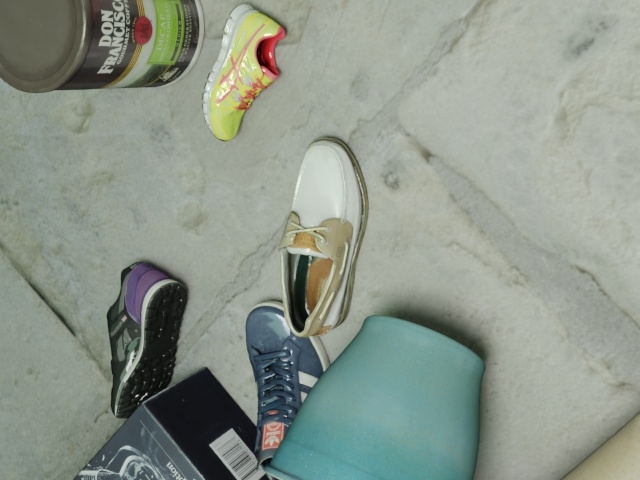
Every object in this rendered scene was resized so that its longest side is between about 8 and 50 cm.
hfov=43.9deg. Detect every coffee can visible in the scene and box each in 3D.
[{"bbox_3d":[-0.333,-0.326,1.182,0.202,0.275,0.201,6,104,25],"label":"coffee can"}]

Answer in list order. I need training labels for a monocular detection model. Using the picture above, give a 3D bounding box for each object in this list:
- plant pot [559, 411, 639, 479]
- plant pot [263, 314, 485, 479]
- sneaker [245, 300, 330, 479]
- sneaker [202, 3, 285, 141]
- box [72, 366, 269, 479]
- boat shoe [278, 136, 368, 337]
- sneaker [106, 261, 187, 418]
[{"bbox_3d":[0.391,0.394,0.975,0.334,0.334,0.305,39,105,14],"label":"plant pot"},{"bbox_3d":[0.099,0.250,1.082,0.272,0.271,0.255,18,74,22],"label":"plant pot"},{"bbox_3d":[-0.055,0.271,1.243,0.131,0.148,0.350,-18,91,29],"label":"sneaker"},{"bbox_3d":[-0.112,-0.244,1.201,0.094,0.081,0.208,23,110,18],"label":"sneaker"},{"bbox_3d":[-0.222,0.458,1.352,0.343,0.179,0.312,48,118,10],"label":"box"},{"bbox_3d":[0.000,0.000,1.184,0.113,0.103,0.302,6,103,25],"label":"boat shoe"},{"bbox_3d":[-0.324,0.173,1.401,0.124,0.107,0.283,31,110,34],"label":"sneaker"}]
